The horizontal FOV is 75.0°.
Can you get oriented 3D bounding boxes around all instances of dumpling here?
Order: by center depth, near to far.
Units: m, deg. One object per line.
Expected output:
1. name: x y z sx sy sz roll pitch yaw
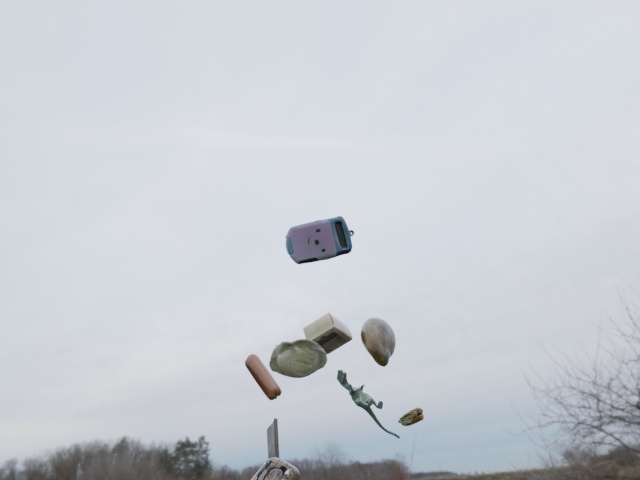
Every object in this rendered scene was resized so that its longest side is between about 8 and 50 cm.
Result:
1. dumpling: -0.092 0.493 1.777 0.252 0.131 0.179 3 -70 -5

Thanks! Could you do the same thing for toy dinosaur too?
1. toy dinosaur: 0.206 0.661 1.645 0.383 0.076 0.129 52 -28 1

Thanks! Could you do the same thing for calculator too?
1. calculator: 0.000 0.000 1.728 0.293 0.173 0.051 -13 -13 -8

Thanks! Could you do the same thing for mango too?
1. mango: 0.273 0.481 1.983 0.146 0.316 0.193 -40 -80 19

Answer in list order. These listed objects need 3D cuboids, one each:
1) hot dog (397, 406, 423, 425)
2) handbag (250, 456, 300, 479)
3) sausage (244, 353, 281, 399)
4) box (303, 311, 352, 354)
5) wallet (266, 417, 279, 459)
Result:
1. hot dog: 0.348 0.685 1.612 0.041 0.056 0.133 25 -49 -25
2. handbag: -0.197 0.941 1.526 0.149 0.302 0.283 11 -68 29
3. sausage: -0.308 0.720 2.208 0.086 0.289 0.086 -28 -38 -25
4. box: 0.041 0.477 2.131 0.168 0.095 0.212 -35 -42 10
5. wallet: -0.257 1.121 2.283 0.039 0.243 0.133 16 -58 -19
